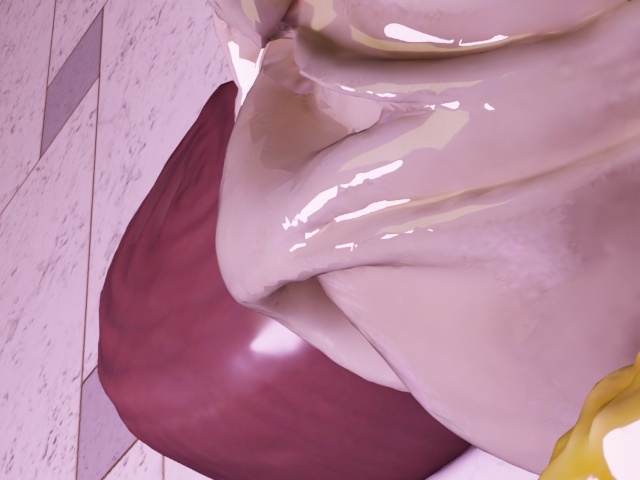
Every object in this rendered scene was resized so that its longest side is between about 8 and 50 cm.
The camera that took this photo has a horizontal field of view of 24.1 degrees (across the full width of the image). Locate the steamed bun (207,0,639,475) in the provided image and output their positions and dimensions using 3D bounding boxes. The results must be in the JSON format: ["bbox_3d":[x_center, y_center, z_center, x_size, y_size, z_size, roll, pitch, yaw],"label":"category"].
[{"bbox_3d":[0.094,-0.093,0.604,0.343,0.255,0.367,-8,65,26],"label":"steamed bun"}]

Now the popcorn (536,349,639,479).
[{"bbox_3d":[0.173,0.106,0.373,0.257,0.270,0.224,-81,14,-49],"label":"popcorn"}]

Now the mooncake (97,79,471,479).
[{"bbox_3d":[0.000,0.000,0.899,0.333,0.174,0.326,-60,23,12],"label":"mooncake"}]
